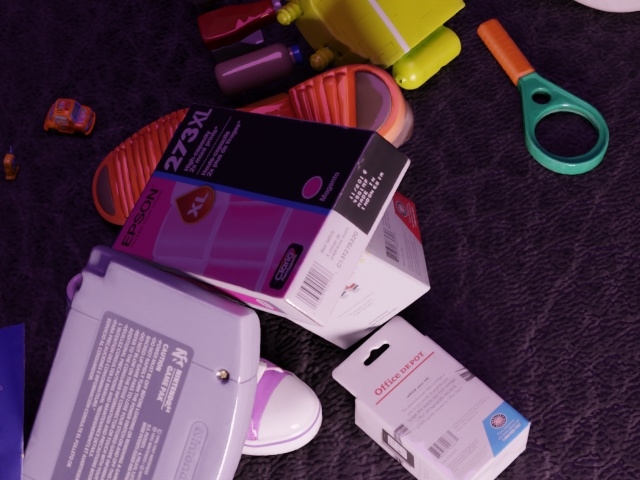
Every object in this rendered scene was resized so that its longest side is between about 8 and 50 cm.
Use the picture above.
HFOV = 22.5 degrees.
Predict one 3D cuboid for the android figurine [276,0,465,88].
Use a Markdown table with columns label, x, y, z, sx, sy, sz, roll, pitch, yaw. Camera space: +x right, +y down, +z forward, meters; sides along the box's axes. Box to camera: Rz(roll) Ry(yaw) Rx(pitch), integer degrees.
| label | x | y | z | sx | sy | sz | roll | pitch | yaw |
| --- | --- | --- | --- | --- | --- | --- | --- | --- | --- |
| android figurine | 0.058 | -0.289 | 1.842 | 0.248 | 0.056 | 0.273 | 52 | 54 | -7 |

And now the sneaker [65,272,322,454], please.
| label | x | y | z | sx | sy | sz | roll | pitch | yaw |
| --- | --- | --- | --- | --- | --- | --- | --- | --- | --- |
| sneaker | -0.132 | 0.115 | 1.600 | 0.282 | 0.161 | 0.102 | 19 | 58 | 13 |

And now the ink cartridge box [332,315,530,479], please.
| label | x | y | z | sx | sy | sz | roll | pitch | yaw |
| --- | --- | --- | --- | --- | --- | --- | --- | --- | --- |
| ink cartridge box | 0.108 | 0.171 | 1.611 | 0.104 | 0.060 | 0.180 | -40 | 64 | -21 |

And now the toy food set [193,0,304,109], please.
| label | x | y | z | sx | sy | sz | roll | pitch | yaw |
| --- | --- | --- | --- | --- | --- | --- | --- | --- | --- |
| toy food set | -0.079 | -0.239 | 1.846 | 0.105 | 0.111 | 0.232 | -19 | 60 | 3 |

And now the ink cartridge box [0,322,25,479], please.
| label | x | y | z | sx | sy | sz | roll | pitch | yaw |
| --- | --- | --- | --- | --- | --- | --- | --- | --- | --- |
| ink cartridge box | -0.438 | 0.227 | 1.547 | 0.307 | 0.072 | 0.303 | -16 | 55 | 14 |

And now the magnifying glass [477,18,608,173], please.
| label | x | y | z | sx | sy | sz | roll | pitch | yaw |
| --- | --- | --- | --- | --- | --- | --- | --- | --- | --- |
| magnifying glass | 0.249 | -0.168 | 1.852 | 0.092 | 0.026 | 0.231 | -24 | 61 | -13 |

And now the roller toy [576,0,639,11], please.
| label | x | y | z | sx | sy | sz | roll | pitch | yaw |
| --- | --- | --- | --- | --- | --- | --- | --- | --- | --- |
| roller toy | 0.360 | -0.385 | 1.914 | 0.191 | 0.146 | 0.209 | 20 | 59 | 14 |

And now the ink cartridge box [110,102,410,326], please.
| label | x | y | z | sx | sy | sz | roll | pitch | yaw |
| --- | --- | --- | --- | --- | --- | --- | --- | --- | --- |
| ink cartridge box | -0.087 | -0.037 | 1.551 | 0.371 | 0.069 | 0.175 | 12 | 71 | 52 |

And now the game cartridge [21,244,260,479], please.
| label | x | y | z | sx | sy | sz | roll | pitch | yaw |
| --- | --- | --- | --- | --- | --- | --- | --- | --- | --- |
| game cartridge | -0.171 | 0.176 | 1.525 | 0.198 | 0.062 | 0.297 | 22 | 103 | 12 |

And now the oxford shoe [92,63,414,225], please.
| label | x | y | z | sx | sy | sz | roll | pitch | yaw |
| --- | --- | --- | --- | --- | --- | --- | --- | --- | --- |
| oxford shoe | -0.069 | -0.082 | 1.760 | 0.364 | 0.133 | 0.130 | -14 | 74 | 14 |

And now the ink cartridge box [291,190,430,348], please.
| label | x | y | z | sx | sy | sz | roll | pitch | yaw |
| --- | --- | --- | --- | --- | --- | --- | --- | --- | --- |
| ink cartridge box | 0.000 | 0.000 | 1.628 | 0.127 | 0.176 | 0.128 | -37 | 40 | 29 |

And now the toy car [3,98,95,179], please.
| label | x | y | z | sx | sy | sz | roll | pitch | yaw |
| --- | --- | --- | --- | --- | --- | --- | --- | --- | --- |
| toy car | -0.306 | -0.116 | 1.825 | 0.060 | 0.040 | 0.122 | 23 | 60 | 16 |
